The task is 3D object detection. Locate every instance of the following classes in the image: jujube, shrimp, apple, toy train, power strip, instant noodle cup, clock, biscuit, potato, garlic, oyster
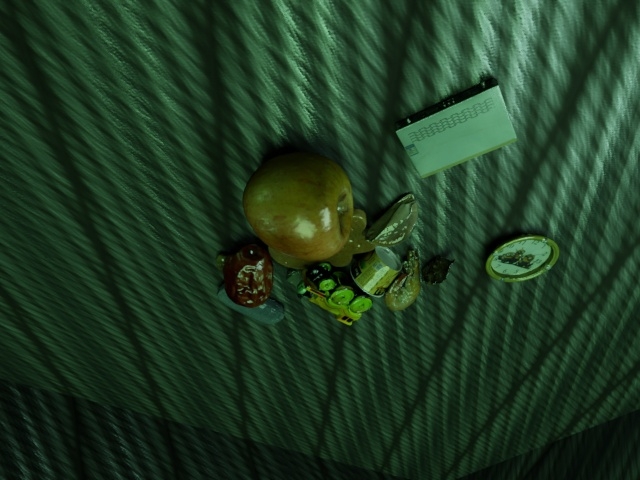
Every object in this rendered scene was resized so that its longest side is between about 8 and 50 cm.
[{"bbox_3d":[-0.243,0.122,1.610,0.174,0.174,0.251,8,139,-7],"label":"jujube"},{"bbox_3d":[0.285,0.145,1.662,0.152,0.063,0.287,-22,134,-17],"label":"shrimp"},{"bbox_3d":[-0.059,-0.090,1.299,0.274,0.299,0.299,-3,137,18],"label":"apple"},{"bbox_3d":[0.047,0.184,1.641,0.296,0.101,0.160,31,119,-33],"label":"toy train"},{"bbox_3d":[-0.010,0.165,1.731,0.272,0.052,0.078,33,128,-30],"label":"power strip"},{"bbox_3d":[0.190,0.097,1.589,0.151,0.152,0.122,28,123,-25],"label":"instant noodle cup"},{"bbox_3d":[0.661,0.050,1.581,0.236,0.057,0.237,0,137,0],"label":"clock"},{"bbox_3d":[0.000,-0.002,1.554,0.354,0.052,0.275,-17,135,21],"label":"biscuit"},{"bbox_3d":[-0.337,0.078,1.658,0.051,0.040,0.083,-1,138,-4],"label":"potato"},{"bbox_3d":[0.235,-0.046,1.459,0.195,0.087,0.101,-44,128,16],"label":"garlic"},{"bbox_3d":[0.394,0.103,1.618,0.056,0.106,0.177,31,167,-7],"label":"oyster"}]

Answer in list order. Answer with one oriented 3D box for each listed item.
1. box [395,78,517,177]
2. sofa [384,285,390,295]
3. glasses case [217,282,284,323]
[{"bbox_3d":[0.351,-0.287,1.246,0.270,0.045,0.211,-22,131,24],"label":"box"},{"bbox_3d":[0.193,0.145,1.695,0.117,0.060,0.039,31,122,-26],"label":"sofa"},{"bbox_3d":[-0.261,0.240,1.808,0.282,0.067,0.109,33,126,-26],"label":"glasses case"}]
